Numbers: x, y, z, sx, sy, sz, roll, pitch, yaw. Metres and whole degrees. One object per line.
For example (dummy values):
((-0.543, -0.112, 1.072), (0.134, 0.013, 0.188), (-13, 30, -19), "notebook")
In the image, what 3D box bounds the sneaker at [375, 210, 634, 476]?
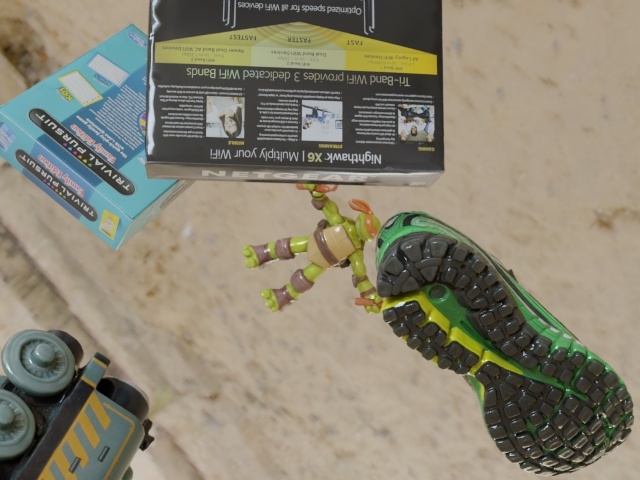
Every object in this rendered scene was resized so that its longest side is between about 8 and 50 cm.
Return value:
((0.182, 0.093, 1.126), (0.343, 0.134, 0.146), (48, -165, -21), "sneaker")

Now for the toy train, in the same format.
((-0.289, 0.234, 1.145), (0.190, 0.334, 0.142), (36, 128, -9), "toy train")

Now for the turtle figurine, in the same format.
((0.000, 0.000, 1.646), (0.217, 0.087, 0.269), (-26, 100, 23), "turtle figurine")

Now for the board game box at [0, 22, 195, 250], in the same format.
((-0.300, -0.167, 1.767), (0.254, 0.336, 0.079), (39, 133, 3), "board game box")

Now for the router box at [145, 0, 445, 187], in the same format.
((-0.027, -0.184, 1.217), (0.309, 0.242, 0.081), (2, 170, -7), "router box")
